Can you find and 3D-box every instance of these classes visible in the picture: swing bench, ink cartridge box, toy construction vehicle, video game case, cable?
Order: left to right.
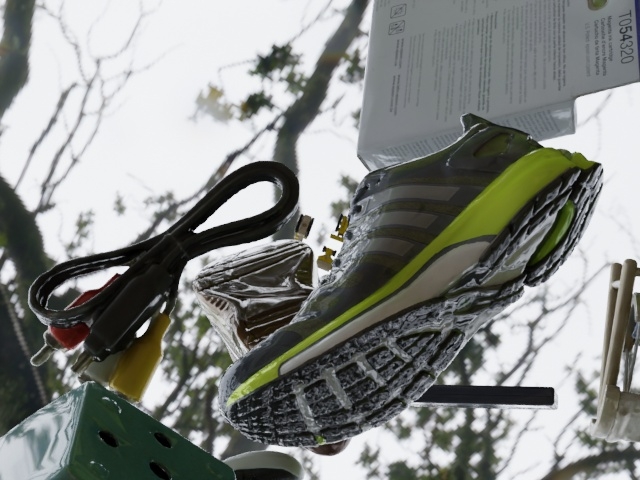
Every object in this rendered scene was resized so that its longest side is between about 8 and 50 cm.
[{"bbox_3d":[-0.146,0.026,0.992,0.139,0.072,0.287,38,-107,16],"label":"cable"},{"bbox_3d":[0.000,0.000,1.712,0.086,0.035,0.098,18,-111,1],"label":"toy construction vehicle"},{"bbox_3d":[0.196,0.196,1.369,0.196,0.274,0.026,0,-101,13],"label":"video game case"},{"bbox_3d":[0.209,-0.245,1.257,0.071,0.330,0.324,48,-140,-46],"label":"ink cartridge box"},{"bbox_3d":[0.511,0.168,1.477,0.253,0.255,0.165,7,178,9],"label":"swing bench"}]

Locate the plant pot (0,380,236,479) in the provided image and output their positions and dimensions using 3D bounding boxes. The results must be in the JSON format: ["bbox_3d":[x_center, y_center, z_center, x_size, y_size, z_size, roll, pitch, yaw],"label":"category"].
[{"bbox_3d":[-0.156,0.209,0.601,0.165,0.234,0.166,35,-167,-15],"label":"plant pot"}]

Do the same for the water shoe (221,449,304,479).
[{"bbox_3d":[-0.102,0.257,0.976,0.080,0.203,0.073,-105,-13,-46],"label":"water shoe"}]

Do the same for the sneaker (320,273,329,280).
[{"bbox_3d":[0.050,0.166,1.700,0.235,0.153,0.094,38,179,23],"label":"sneaker"}]

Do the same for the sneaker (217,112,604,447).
[{"bbox_3d":[0.049,0.024,0.746,0.300,0.111,0.121,-36,-131,-16],"label":"sneaker"}]

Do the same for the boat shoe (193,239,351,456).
[{"bbox_3d":[-0.034,0.093,1.014,0.123,0.123,0.342,-18,-161,-12],"label":"boat shoe"}]
